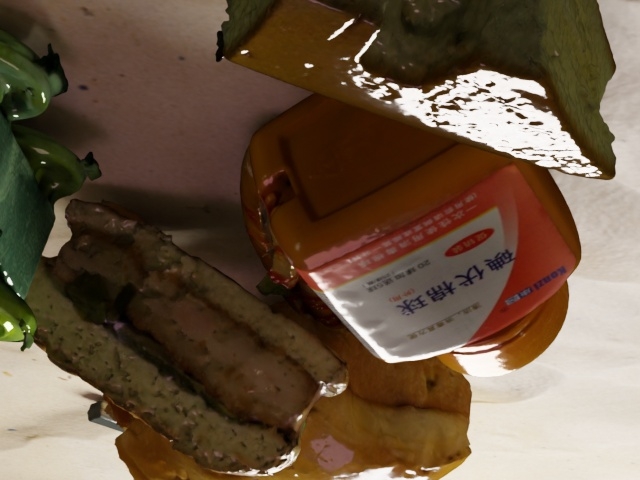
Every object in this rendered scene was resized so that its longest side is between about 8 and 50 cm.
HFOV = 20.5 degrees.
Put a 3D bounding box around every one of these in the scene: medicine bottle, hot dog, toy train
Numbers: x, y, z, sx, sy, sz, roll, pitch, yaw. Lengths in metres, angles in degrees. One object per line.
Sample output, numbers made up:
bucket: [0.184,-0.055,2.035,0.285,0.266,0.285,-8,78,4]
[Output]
medicine bottle: [0.070,-0.007,1.062,0.149,0.112,0.222,-28,144,10]
hot dog: [0.000,0.000,1.202,0.104,0.076,0.250,8,157,9]
toy train: [-0.261,-0.044,1.128,0.188,0.159,0.271,13,156,12]

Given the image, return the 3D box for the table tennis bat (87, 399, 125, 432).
table tennis bat: [-0.126,0.200,1.741,0.220,0.019,0.130,23,151,-27]

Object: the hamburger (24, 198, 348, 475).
hamburger: [-0.103,0.075,1.274,0.262,0.124,0.131,34,175,19]

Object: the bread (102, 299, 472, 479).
bread: [-0.034,0.156,1.451,0.195,0.148,0.344,24,152,-30]

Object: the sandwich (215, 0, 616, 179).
sandwich: [0.070,-0.118,0.875,0.236,0.122,0.128,18,158,-19]
